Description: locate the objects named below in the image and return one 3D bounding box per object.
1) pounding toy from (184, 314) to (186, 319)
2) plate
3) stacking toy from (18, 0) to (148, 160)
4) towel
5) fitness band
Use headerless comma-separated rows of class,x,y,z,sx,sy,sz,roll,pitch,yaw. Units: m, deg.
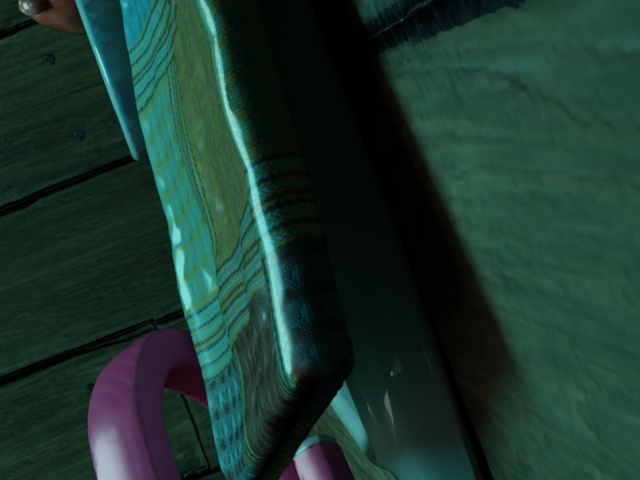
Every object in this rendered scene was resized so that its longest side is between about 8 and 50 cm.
pounding toy,-0.035,0.006,1.163,0.141,0.100,0.130,-155,58,-79
plate,0.000,0.000,0.947,0.278,0.045,0.277,-139,27,-79
stacking toy,-0.138,-0.114,1.431,0.309,0.130,0.280,-119,9,-57
towel,-0.063,-0.084,0.847,0.271,0.040,0.370,112,145,-71
fitness band,-0.037,0.181,1.097,0.209,0.054,0.291,22,-141,-53
